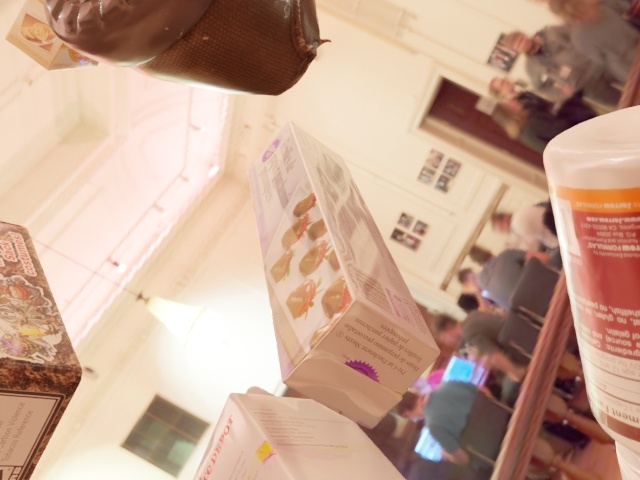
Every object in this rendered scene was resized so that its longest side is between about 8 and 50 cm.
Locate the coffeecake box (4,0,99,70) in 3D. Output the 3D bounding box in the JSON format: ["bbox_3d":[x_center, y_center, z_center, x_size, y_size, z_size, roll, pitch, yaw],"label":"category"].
[{"bbox_3d":[-0.282,-0.305,0.946,0.185,0.068,0.142,-54,2,16],"label":"coffeecake box"}]

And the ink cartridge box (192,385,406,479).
[{"bbox_3d":[-0.013,0.160,0.466,0.143,0.090,0.092,42,112,50],"label":"ink cartridge box"}]

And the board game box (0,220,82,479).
[{"bbox_3d":[-0.306,0.092,0.365,0.291,0.141,0.232,16,-67,-41],"label":"board game box"}]

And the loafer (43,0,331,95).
[{"bbox_3d":[-0.069,-0.219,0.436,0.130,0.133,0.366,33,-134,-46],"label":"loafer"}]

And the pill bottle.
[{"bbox_3d":[0.361,0.073,0.745,0.224,0.224,0.392,-49,-54,-65],"label":"pill bottle"}]

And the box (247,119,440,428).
[{"bbox_3d":[0.000,0.000,0.542,0.063,0.067,0.324,-50,23,15],"label":"box"}]
